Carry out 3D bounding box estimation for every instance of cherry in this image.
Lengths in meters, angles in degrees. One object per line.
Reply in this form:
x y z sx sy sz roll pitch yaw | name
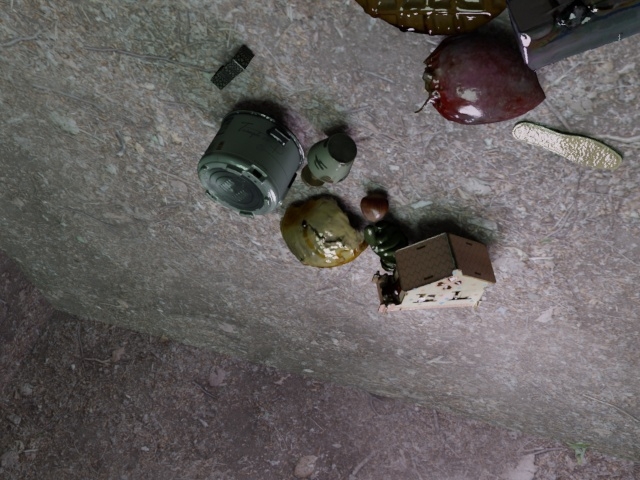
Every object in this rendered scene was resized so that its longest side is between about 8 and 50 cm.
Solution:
0.321 -0.310 1.330 0.250 0.175 0.192 15 157 9 | cherry

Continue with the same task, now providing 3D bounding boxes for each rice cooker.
-0.176 -0.205 1.733 0.241 0.227 0.280 35 148 -17 | rice cooker

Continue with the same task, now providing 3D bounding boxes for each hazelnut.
0.149 -0.091 1.855 0.086 0.086 0.086 15 148 10 | hazelnut

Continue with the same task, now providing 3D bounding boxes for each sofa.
-0.210 -0.411 1.602 0.039 0.060 0.118 42 144 -20 | sofa

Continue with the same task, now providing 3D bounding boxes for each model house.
0.323 0.082 1.883 0.326 0.169 0.244 -2 152 -7 | model house

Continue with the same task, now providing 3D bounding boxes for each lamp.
0.016 -0.198 1.738 0.121 0.121 0.215 30 157 -13 | lamp

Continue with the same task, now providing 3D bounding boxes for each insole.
0.549 -0.211 1.496 0.248 0.011 0.081 19 149 5 | insole

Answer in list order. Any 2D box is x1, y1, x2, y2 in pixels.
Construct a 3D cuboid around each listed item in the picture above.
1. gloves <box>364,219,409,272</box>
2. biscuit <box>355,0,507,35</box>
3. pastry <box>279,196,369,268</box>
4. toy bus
0.197 0.011 1.958 0.135 0.107 0.268 19 166 20 | gloves
0.190 -0.489 1.194 0.366 0.115 0.268 11 146 19 | biscuit
-0.001 0.005 2.006 0.256 0.170 0.237 -10 134 48 | pastry
0.476 -0.391 1.100 0.317 0.112 0.138 -15 147 17 | toy bus
